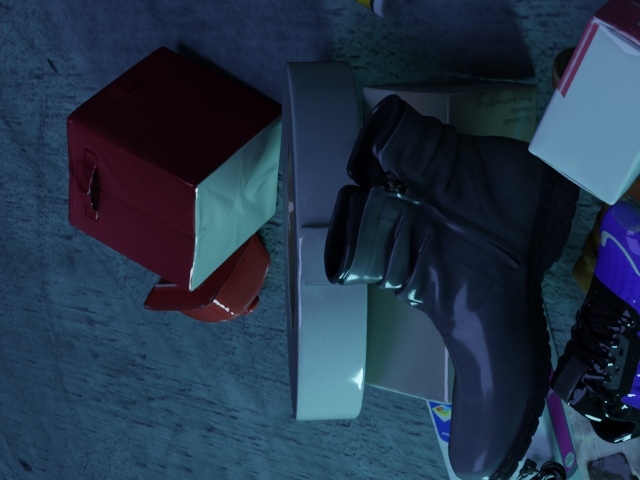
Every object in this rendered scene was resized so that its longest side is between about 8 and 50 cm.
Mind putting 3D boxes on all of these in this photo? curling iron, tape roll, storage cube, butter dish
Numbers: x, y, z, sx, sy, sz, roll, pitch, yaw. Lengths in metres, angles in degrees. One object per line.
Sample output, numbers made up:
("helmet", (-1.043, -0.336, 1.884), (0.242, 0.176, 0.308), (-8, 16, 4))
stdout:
("curling iron", (0.324, 0.250, 1.601), (0.274, 0.035, 0.068), (-23, 112, 37))
("tape roll", (0.000, 0.000, 1.573), (0.392, 0.072, 0.392), (179, 90, -86))
("storage cube", (-0.175, -0.091, 1.795), (0.193, 0.215, 0.184), (29, 137, 20))
("butter dish", (-0.127, 0.053, 1.931), (0.160, 0.160, 0.118), (-5, 138, 50))

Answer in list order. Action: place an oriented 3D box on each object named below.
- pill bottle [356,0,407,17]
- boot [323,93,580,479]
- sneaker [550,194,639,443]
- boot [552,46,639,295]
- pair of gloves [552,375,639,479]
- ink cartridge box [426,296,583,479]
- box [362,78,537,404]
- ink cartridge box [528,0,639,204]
("pill bottle", (0.039, -0.285, 1.514), (0.116, 0.065, 0.065), (38, 141, 21))
("boot", (0.100, 0.050, 1.347), (0.118, 0.222, 0.338), (-4, 76, 64))
("sneaker", (0.273, 0.093, 1.322), (0.102, 0.146, 0.293), (53, 171, 44))
("boot", (0.299, -0.036, 1.415), (0.283, 0.109, 0.220), (40, 146, 7))
("pair of gloves", (0.369, 0.212, 1.513), (0.240, 0.042, 0.204), (-11, 102, 33))
("ink cartridge box", (0.187, 0.136, 1.693), (0.176, 0.069, 0.371), (7, 126, 44))
("box", (0.130, -0.004, 1.492), (0.121, 0.148, 0.311), (10, 106, 43))
("ink cartridge box", (0.285, -0.154, 1.217), (0.092, 0.218, 0.158), (36, 141, 14))
